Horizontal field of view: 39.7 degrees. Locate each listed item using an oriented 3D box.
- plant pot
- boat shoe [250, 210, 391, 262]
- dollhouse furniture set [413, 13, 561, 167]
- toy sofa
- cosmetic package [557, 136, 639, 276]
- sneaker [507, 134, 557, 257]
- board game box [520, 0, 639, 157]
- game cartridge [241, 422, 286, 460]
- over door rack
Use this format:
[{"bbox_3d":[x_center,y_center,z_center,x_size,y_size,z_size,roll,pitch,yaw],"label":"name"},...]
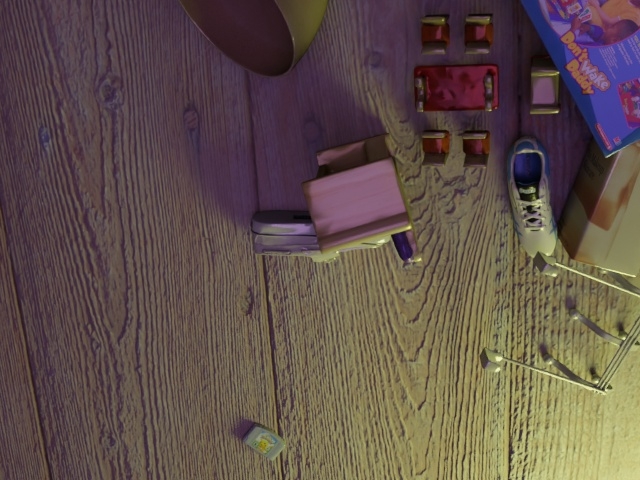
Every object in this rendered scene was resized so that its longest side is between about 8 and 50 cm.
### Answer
[{"bbox_3d":[-0.092,-0.440,1.465,0.284,0.284,0.191,47,68,-13],"label":"plant pot"},{"bbox_3d":[0.000,0.000,1.681,0.268,0.096,0.088,2,113,3],"label":"boat shoe"},{"bbox_3d":[0.296,-0.273,1.577,0.259,0.135,0.262,2,109,14],"label":"dollhouse furniture set"},{"bbox_3d":[0.072,-0.065,1.514,0.150,0.362,0.177,-15,103,7],"label":"toy sofa"},{"bbox_3d":[0.543,-0.106,1.584,0.129,0.153,0.296,15,111,-4],"label":"cosmetic package"},{"bbox_3d":[0.387,-0.074,1.637,0.085,0.086,0.237,-3,107,27],"label":"sneaker"},{"bbox_3d":[0.475,-0.340,1.393,0.233,0.078,0.347,-27,97,23],"label":"board game box"},{"bbox_3d":[-0.118,0.424,1.873,0.083,0.017,0.056,35,103,-10],"label":"game cartridge"},{"bbox_3d":[0.476,0.154,1.692,0.324,0.108,0.239,15,111,-25],"label":"over door rack"}]
